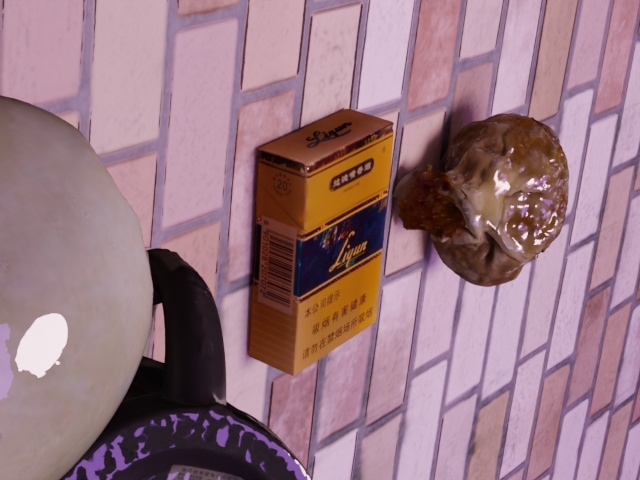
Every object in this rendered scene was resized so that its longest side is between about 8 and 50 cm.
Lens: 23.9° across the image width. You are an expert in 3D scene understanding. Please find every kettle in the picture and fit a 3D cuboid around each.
[{"bbox_3d":[-0.147,0.164,1.196,0.228,0.324,0.321,6,95,-21],"label":"kettle"}]

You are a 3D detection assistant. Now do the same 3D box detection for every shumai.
[{"bbox_3d":[0.183,-0.042,1.713,0.153,0.161,0.209,-10,134,-59],"label":"shumai"}]

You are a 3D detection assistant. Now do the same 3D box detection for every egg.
[{"bbox_3d":[-0.270,0.062,0.946,0.336,0.278,0.278,-39,138,-37],"label":"egg"}]

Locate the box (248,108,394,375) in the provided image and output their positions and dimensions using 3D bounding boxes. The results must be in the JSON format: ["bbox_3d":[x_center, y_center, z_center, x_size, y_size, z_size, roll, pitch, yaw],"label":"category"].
[{"bbox_3d":[-0.001,0.000,1.538,0.152,0.070,0.237,-28,133,-48],"label":"box"}]

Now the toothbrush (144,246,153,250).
[{"bbox_3d":[-0.236,0.082,1.251,0.304,0.030,0.030,-37,137,-42],"label":"toothbrush"}]
